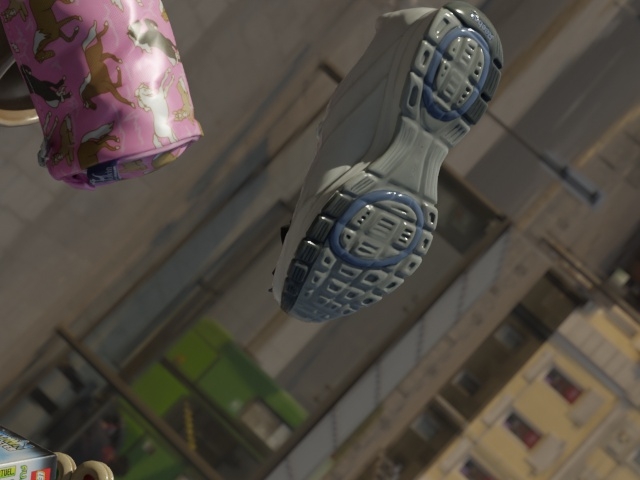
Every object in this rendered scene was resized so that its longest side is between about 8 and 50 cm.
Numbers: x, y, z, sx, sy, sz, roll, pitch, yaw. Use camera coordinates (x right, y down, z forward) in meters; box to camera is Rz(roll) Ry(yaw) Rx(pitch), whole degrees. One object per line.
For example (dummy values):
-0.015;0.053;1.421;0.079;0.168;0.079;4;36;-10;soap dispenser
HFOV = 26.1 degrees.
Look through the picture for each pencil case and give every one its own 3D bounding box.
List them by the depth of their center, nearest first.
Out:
-0.263;-0.248;1.462;0.160;0.386;0.167;-16;-176;44;pencil case

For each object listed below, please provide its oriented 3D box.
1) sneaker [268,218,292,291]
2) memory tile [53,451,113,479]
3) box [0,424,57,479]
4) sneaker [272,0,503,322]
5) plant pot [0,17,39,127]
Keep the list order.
0.000;-0.002;1.399;0.170;0.089;0.051;102;-7;-52;sneaker
-0.230;0.242;1.109;0.012;0.113;0.148;35;67;-58;memory tile
-0.295;0.145;0.983;0.114;0.207;0.036;-3;104;-46;box
0.044;-0.067;1.172;0.129;0.111;0.297;23;-98;57;sneaker
-0.410;-0.322;1.913;0.263;0.229;0.263;-34;166;-10;plant pot
